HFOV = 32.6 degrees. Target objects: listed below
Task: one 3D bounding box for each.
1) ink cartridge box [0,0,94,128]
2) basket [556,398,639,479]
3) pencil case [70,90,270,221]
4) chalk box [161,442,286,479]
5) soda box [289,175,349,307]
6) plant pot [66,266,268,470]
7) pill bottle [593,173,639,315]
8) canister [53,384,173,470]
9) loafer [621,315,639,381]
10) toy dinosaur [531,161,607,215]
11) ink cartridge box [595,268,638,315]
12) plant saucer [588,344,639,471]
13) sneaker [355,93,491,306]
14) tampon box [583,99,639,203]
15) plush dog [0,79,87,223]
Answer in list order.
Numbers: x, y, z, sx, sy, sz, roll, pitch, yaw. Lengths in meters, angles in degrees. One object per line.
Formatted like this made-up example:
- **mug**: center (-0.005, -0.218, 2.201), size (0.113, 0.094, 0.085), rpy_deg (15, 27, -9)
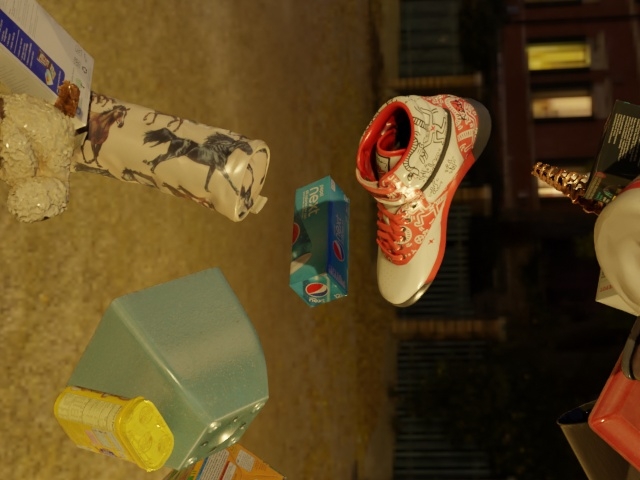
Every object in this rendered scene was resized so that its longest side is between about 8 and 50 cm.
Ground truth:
- **ink cartridge box**: center (-0.509, -0.338, 1.838), size (0.333, 0.065, 0.165), rpy_deg (49, 32, -47)
- **basket**: center (0.511, 0.370, 1.759), size (0.154, 0.204, 0.227), rpy_deg (-20, 87, -40)
- **pencil case**: center (-0.299, -0.159, 2.075), size (0.183, 0.410, 0.160), rpy_deg (94, 14, -68)
- **chalk box**: center (-0.230, 0.526, 2.051), size (0.289, 0.179, 0.180), rpy_deg (-47, -168, 31)
- **soda box**: center (0.000, 0.000, 1.768), size (0.067, 0.071, 0.210), rpy_deg (48, 32, -39)
- **plant pot**: center (-0.235, 0.238, 1.870), size (0.247, 0.252, 0.248), rpy_deg (-17, 149, -47)
- **pill bottle**: center (0.439, -0.055, 1.103), size (0.318, 0.176, 0.176), rpy_deg (-39, 145, -23)
- **canister**: center (-0.335, 0.299, 1.764), size (0.073, 0.170, 0.126), rpy_deg (-55, 136, -35)
- **loafer**: center (0.451, 0.050, 1.213), size (0.302, 0.095, 0.109), rpy_deg (-45, 139, -21)
- **toy dinosaur**: center (0.504, -0.092, 1.707), size (0.164, 0.322, 0.218), rpy_deg (110, 3, -59)
- **ink cartridge box**: center (0.582, 0.036, 1.925), size (0.128, 0.127, 0.176), rpy_deg (146, -41, -67)
- **plant saucer**: center (0.472, 0.216, 1.321), size (0.258, 0.047, 0.259), rpy_deg (43, -41, 30)
- **sneaker**: center (0.087, -0.044, 1.257), size (0.145, 0.090, 0.270), rpy_deg (-1, 121, -43)
- **tampon box**: center (0.429, -0.092, 1.378), size (0.120, 0.161, 0.101), rpy_deg (67, 41, -74)
- **plush dog**: center (-0.518, -0.174, 1.754), size (0.262, 0.225, 0.211), rpy_deg (54, -53, 47)
